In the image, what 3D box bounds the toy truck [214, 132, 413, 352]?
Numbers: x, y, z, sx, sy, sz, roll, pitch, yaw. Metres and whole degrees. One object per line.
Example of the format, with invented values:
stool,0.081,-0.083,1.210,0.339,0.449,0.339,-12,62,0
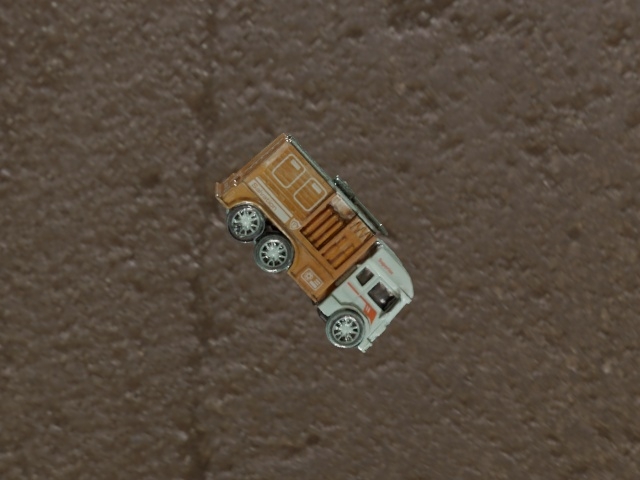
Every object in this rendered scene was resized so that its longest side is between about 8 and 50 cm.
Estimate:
toy truck,0.000,0.000,1.726,0.162,0.305,0.136,-42,11,4
